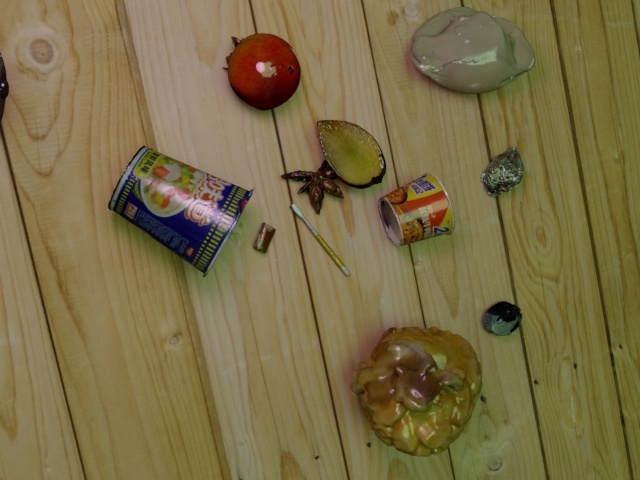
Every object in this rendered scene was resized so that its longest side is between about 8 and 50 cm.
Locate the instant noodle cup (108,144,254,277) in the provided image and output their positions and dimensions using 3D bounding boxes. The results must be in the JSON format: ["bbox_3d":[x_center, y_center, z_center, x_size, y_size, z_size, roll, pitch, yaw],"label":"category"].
[{"bbox_3d":[-0.377,-0.095,1.662,0.312,0.284,0.284,29,81,-9],"label":"instant noodle cup"}]

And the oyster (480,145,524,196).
[{"bbox_3d":[0.622,-0.231,2.104,0.177,0.064,0.125,-38,87,-5],"label":"oyster"}]

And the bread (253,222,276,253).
[{"bbox_3d":[-0.167,-0.007,1.841,0.046,0.036,0.083,27,80,-26],"label":"bread"}]

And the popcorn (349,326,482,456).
[{"bbox_3d":[0.289,0.444,1.850,0.390,0.344,0.354,-11,106,-50],"label":"popcorn"}]

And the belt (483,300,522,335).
[{"bbox_3d":[0.613,0.265,2.104,0.140,0.058,0.105,-21,103,-21],"label":"belt"}]

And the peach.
[{"bbox_3d":[0.078,-0.263,1.891,0.279,0.068,0.189,39,61,-21],"label":"peach"}]

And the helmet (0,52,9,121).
[{"bbox_3d":[-0.891,-0.354,1.502,0.270,0.197,0.339,11,81,-11],"label":"helmet"}]

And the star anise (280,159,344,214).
[{"bbox_3d":[0.000,-0.165,1.887,0.212,0.053,0.157,-24,94,-21],"label":"star anise"}]

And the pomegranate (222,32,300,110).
[{"bbox_3d":[-0.168,-0.481,1.753,0.235,0.210,0.210,37,77,17],"label":"pomegranate"}]

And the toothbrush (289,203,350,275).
[{"bbox_3d":[0.000,0.000,1.908,0.021,0.024,0.288,-42,105,-12],"label":"toothbrush"}]

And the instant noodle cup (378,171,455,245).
[{"bbox_3d":[0.288,-0.084,1.920,0.174,0.213,0.213,-22,97,-9],"label":"instant noodle cup"}]

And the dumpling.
[{"bbox_3d":[0.471,-0.623,2.000,0.394,0.233,0.316,-9,61,-6],"label":"dumpling"}]
